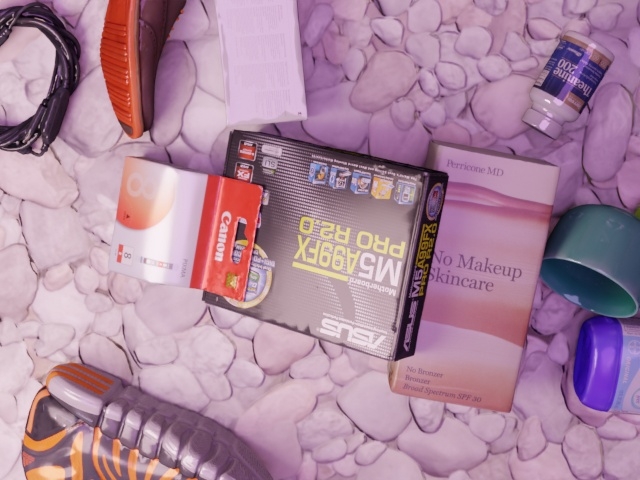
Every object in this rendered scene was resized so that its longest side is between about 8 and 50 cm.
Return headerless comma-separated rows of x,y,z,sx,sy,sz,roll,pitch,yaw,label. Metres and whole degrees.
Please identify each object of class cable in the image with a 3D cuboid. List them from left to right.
-0.370,-0.200,1.327,0.150,0.047,0.185,19,100,2,cable

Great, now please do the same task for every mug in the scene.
0.346,0.024,1.314,0.157,0.129,0.097,35,72,-14,mug

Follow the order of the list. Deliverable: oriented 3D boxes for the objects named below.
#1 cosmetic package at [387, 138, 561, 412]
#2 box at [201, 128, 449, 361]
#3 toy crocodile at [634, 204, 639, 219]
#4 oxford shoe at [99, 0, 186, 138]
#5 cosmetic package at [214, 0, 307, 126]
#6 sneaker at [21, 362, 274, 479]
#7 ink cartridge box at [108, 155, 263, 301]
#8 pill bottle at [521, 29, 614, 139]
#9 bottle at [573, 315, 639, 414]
0.178,0.039,1.315,0.153,0.129,0.296,9,98,0,cosmetic package
0.000,0.000,1.281,0.270,0.060,0.216,16,99,29,box
0.457,-0.079,1.309,0.105,0.115,0.341,3,101,-23,toy crocodile
-0.200,-0.252,1.292,0.098,0.097,0.272,-11,117,-31,oxford shoe
-0.072,-0.259,1.306,0.098,0.060,0.239,-4,99,3,cosmetic package
-0.223,0.295,1.369,0.321,0.124,0.180,27,102,7,sneaker
-0.165,-0.013,1.314,0.179,0.045,0.146,15,100,28,ink cartridge box
0.292,-0.183,1.314,0.067,0.067,0.120,30,97,-4,pill bottle
0.459,0.161,1.351,0.282,0.092,0.118,6,104,-1,bottle
